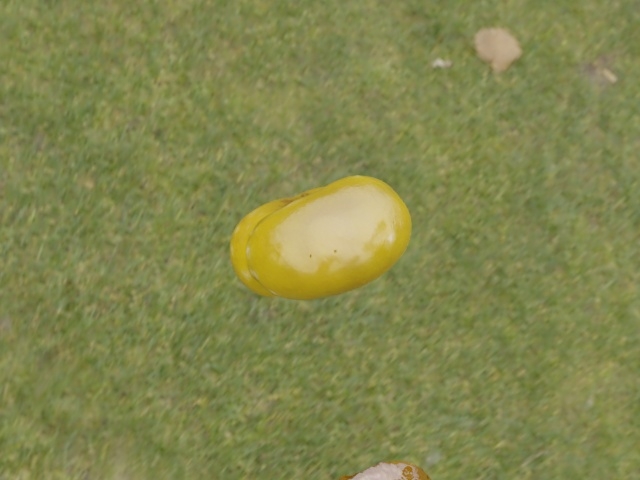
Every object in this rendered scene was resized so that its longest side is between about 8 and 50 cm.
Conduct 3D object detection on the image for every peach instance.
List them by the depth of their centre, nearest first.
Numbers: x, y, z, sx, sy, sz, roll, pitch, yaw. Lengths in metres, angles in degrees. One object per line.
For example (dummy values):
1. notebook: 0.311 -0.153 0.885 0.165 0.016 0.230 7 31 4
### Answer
1. peach: 0.000 0.000 1.318 0.179 0.179 0.103 -17 92 -28

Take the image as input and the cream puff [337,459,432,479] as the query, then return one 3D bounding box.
1. cream puff: 0.044 0.283 0.939 0.155 0.269 0.241 9 20 -29
